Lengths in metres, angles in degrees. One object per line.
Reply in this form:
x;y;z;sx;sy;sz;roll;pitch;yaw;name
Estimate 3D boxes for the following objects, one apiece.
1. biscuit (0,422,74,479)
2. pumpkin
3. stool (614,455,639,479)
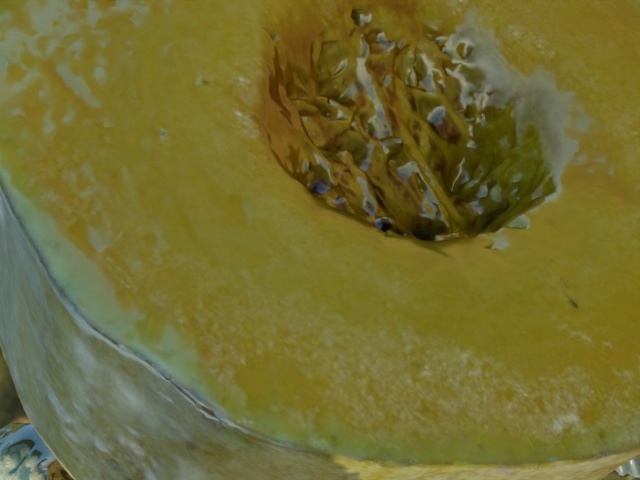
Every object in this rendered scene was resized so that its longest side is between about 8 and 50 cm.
-0.169;0.211;1.032;0.335;0.329;0.078;12;68;36;biscuit
0.000;0.000;0.614;0.199;0.332;0.332;123;164;-47;pumpkin
0.385;0.052;1.570;0.297;0.330;0.297;-23;13;6;stool
